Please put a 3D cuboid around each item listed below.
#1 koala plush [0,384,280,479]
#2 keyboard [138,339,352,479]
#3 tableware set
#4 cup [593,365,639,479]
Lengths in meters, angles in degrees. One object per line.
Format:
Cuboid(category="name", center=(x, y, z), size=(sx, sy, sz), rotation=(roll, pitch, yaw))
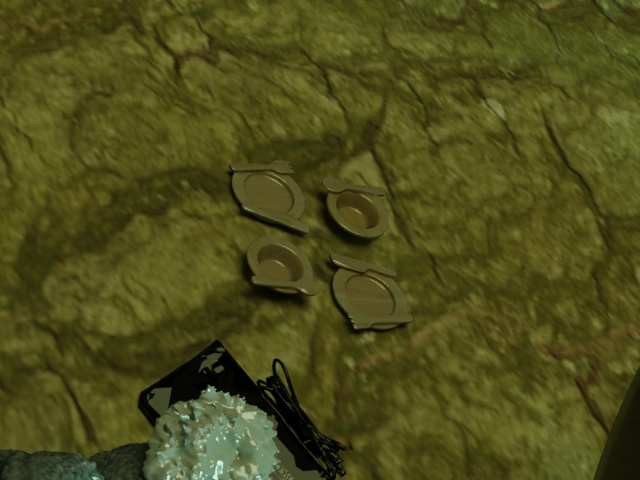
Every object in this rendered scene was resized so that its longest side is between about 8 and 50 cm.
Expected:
Cuboid(category="koala plush", center=(-0.129, 0.173, 0.904), size=(0.221, 0.196, 0.203), rotation=(-16, 50, -37))
Cuboid(category="keyboard", center=(-0.032, 0.156, 1.106), size=(0.100, 0.038, 0.192), rotation=(-33, 71, -23))
Cuboid(category="tableware set", center=(0.000, 0.000, 1.279), size=(0.141, 0.020, 0.169), rotation=(11, 45, -24))
Cuboid(category="cup", center=(0.309, 0.213, 0.998), size=(0.237, 0.331, 0.331), rotation=(16, 42, -3))
